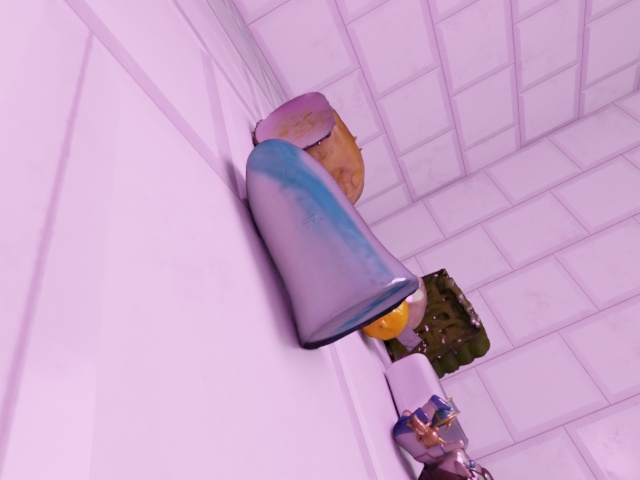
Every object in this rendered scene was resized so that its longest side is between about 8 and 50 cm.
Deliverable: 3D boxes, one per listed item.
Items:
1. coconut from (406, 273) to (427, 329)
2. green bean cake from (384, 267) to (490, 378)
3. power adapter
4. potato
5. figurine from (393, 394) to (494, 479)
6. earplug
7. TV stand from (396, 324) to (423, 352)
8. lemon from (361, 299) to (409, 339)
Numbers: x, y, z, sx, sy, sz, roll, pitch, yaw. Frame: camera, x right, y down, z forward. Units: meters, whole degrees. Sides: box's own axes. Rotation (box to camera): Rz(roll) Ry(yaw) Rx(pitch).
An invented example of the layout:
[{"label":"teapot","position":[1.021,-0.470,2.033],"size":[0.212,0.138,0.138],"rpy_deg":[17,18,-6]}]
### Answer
[{"label":"coconut","position":[0.229,0.180,1.343],"size":[0.224,0.224,0.224],"rpy_deg":[61,9,-16]},{"label":"green bean cake","position":[0.364,0.292,1.468],"size":[0.218,0.319,0.335],"rpy_deg":[52,10,-41]},{"label":"power adapter","position":[0.263,0.407,1.122],"size":[0.187,0.124,0.255],"rpy_deg":[59,9,-29]},{"label":"potato","position":[-0.003,-0.176,1.023],"size":[0.229,0.229,0.266],"rpy_deg":[-108,170,-48]},{"label":"figurine","position":[0.257,0.450,0.844],"size":[0.276,0.158,0.161],"rpy_deg":[65,-31,23]},{"label":"earplug","position":[-0.016,-0.022,0.658],"size":[0.324,0.185,0.185],"rpy_deg":[60,7,23]},{"label":"TV stand","position":[0.180,0.207,1.226],"size":[0.256,0.049,0.040],"rpy_deg":[45,-1,28]},{"label":"lemon","position":[0.156,0.181,1.128],"size":[0.142,0.142,0.187],"rpy_deg":[60,7,-21]}]
